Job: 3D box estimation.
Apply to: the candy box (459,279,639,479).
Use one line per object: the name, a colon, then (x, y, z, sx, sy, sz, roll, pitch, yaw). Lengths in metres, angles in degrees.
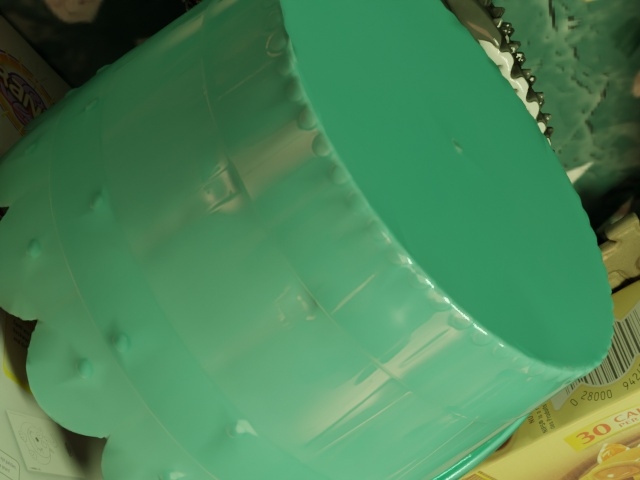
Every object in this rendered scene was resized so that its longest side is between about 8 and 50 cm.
candy box: (0.154, 0.170, 0.928, 0.316, 0.088, 0.183, -30, 136, 20)

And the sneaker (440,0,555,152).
sneaker: (0.088, -0.059, 0.751, 0.106, 0.078, 0.234, -22, 136, 8)

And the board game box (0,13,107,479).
board game box: (-0.184, -0.003, 0.586, 0.064, 0.317, 0.242, -26, 133, 16)

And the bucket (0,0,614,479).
bucket: (0.000, 0.000, 0.600, 0.183, 0.281, 0.281, -34, 131, 28)

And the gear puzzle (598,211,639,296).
gear puzzle: (0.223, 0.027, 0.887, 0.339, 0.044, 0.175, -35, 138, 24)

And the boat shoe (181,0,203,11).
boat shoe: (-0.050, -0.149, 0.643, 0.183, 0.066, 0.066, 1, 136, -12)
